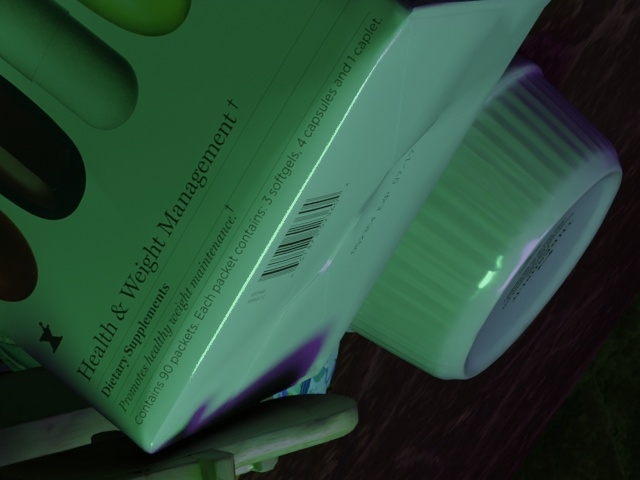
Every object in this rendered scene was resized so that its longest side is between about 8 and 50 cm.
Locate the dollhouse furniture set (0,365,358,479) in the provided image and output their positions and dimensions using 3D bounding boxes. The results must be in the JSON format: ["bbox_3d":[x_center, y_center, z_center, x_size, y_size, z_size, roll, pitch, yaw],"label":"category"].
[{"bbox_3d":[-0.096,0.240,0.848,0.174,0.303,0.355,-11,99,-40],"label":"dollhouse furniture set"}]

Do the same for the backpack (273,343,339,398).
[{"bbox_3d":[-0.043,0.081,1.314,0.084,0.105,0.114,-38,154,-45],"label":"backpack"}]

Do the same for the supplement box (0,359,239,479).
[{"bbox_3d":[-0.157,0.155,1.100,0.194,0.129,0.191,-31,154,-54],"label":"supplement box"}]

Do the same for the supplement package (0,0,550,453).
[{"bbox_3d":[-0.062,-0.067,0.747,0.194,0.203,0.149,-59,163,21],"label":"supplement package"}]

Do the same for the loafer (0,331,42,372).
[{"bbox_3d":[-0.083,-0.041,0.965,0.267,0.084,0.096,-58,164,18],"label":"loafer"}]

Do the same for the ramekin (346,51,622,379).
[{"bbox_3d":[0.130,-0.009,1.571,0.273,0.127,0.273,-47,163,-19],"label":"ramekin"}]
